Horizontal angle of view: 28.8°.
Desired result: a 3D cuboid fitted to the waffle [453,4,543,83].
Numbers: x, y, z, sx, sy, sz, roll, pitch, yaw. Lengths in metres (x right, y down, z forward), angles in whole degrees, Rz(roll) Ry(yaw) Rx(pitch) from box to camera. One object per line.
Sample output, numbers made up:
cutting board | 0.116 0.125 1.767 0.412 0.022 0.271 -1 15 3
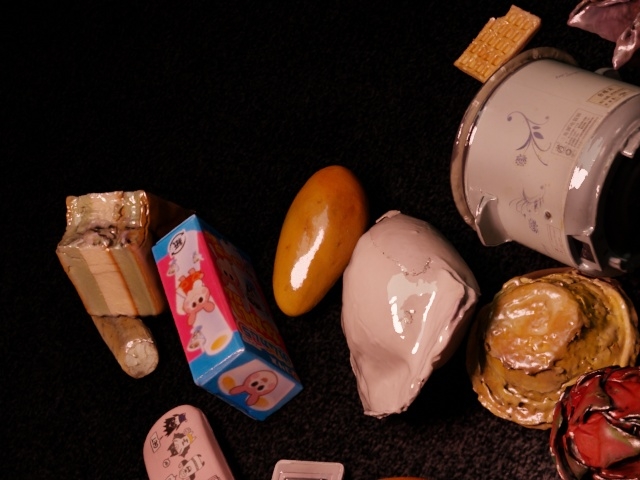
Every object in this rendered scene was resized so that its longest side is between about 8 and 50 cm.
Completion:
waffle | 0.281 -0.311 1.972 0.135 0.021 0.092 -50 44 -1

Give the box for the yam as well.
yam | -0.371 0.102 2.174 0.083 0.083 0.371 -45 43 5

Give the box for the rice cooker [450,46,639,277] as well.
rice cooker | 0.319 -0.101 1.629 0.316 0.264 0.317 -16 47 18

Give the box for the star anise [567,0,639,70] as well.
star anise | 0.498 -0.313 1.667 0.331 0.118 0.332 -4 45 4

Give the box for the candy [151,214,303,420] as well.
candy | -0.147 0.117 1.925 0.100 0.157 0.306 -36 45 13

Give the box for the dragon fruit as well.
dragon fruit | 0.359 0.225 1.445 0.188 0.182 0.182 11 69 31

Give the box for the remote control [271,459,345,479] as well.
remote control | -0.041 0.453 1.694 0.109 0.055 0.313 -2 56 28

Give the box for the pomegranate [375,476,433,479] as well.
pomegranate | 0.092 0.474 1.369 0.410 0.410 0.410 -20 51 27

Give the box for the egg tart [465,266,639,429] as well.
egg tart | 0.291 0.126 1.614 0.241 0.106 0.241 -18 51 23

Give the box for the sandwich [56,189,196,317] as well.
sandwich | -0.319 -0.018 2.076 0.155 0.198 0.227 -2 46 17

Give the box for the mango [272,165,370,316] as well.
mango | 0.000 0.000 1.919 0.138 0.113 0.253 7 68 41

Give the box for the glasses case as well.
glasses case | -0.176 0.370 1.834 0.122 0.075 0.314 -44 45 12

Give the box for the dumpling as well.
dumpling | 0.100 0.102 1.735 0.341 0.181 0.260 40 110 43
